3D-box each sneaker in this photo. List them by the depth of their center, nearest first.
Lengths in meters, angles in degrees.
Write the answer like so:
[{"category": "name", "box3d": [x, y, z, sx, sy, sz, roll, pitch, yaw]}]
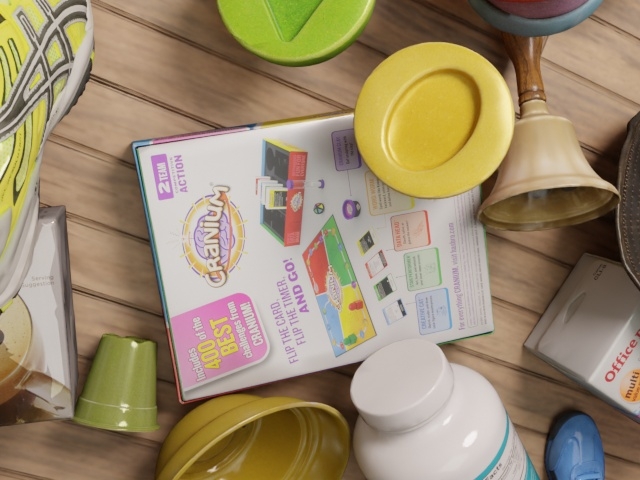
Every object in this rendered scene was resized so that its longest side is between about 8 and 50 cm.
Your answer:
[{"category": "sneaker", "box3d": [-0.243, -0.130, 0.547, 0.145, 0.147, 0.384, 2, 68, -12]}, {"category": "sneaker", "box3d": [0.294, 0.297, 0.852, 0.069, 0.082, 0.209, 0, 98, -13]}]

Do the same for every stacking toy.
[{"category": "stacking toy", "box3d": [0.084, -0.208, 0.652, 0.279, 0.130, 0.309, 35, 91, 10]}]

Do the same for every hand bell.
[{"category": "hand bell", "box3d": [0.199, -0.141, 0.734, 0.126, 0.126, 0.242, 1, 72, -15]}]

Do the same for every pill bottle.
[{"category": "pill bottle", "box3d": [0.124, 0.219, 0.737, 0.146, 0.146, 0.264, -33, 117, -7]}]

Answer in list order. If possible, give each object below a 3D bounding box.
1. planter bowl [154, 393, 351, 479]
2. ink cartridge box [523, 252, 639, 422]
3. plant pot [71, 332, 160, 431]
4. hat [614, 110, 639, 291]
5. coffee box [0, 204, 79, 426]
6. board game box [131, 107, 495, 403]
[{"category": "planter bowl", "box3d": [-0.083, 0.210, 0.715, 0.217, 0.090, 0.217, -22, 133, -27]}, {"category": "ink cartridge box", "box3d": [0.336, 0.117, 0.807, 0.176, 0.127, 0.128, 32, 90, -16]}, {"category": "plant pot", "box3d": [-0.182, 0.128, 0.707, 0.083, 0.083, 0.079, 11, 83, -16]}, {"category": "hat", "box3d": [0.437, -0.007, 0.737, 0.331, 0.134, 0.331, 13, 64, -29]}, {"category": "coffee box", "box3d": [-0.358, 0.066, 0.622, 0.297, 0.119, 0.168, -4, 99, -15]}, {"category": "board game box", "box3d": [0.000, 0.000, 0.733, 0.317, 0.064, 0.242, -10, 101, -13]}]
